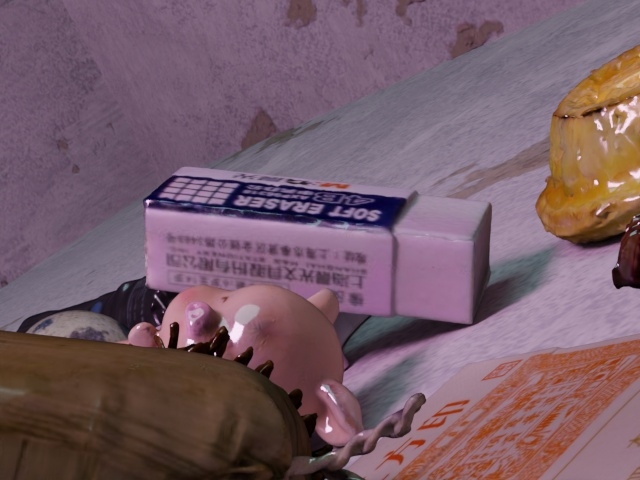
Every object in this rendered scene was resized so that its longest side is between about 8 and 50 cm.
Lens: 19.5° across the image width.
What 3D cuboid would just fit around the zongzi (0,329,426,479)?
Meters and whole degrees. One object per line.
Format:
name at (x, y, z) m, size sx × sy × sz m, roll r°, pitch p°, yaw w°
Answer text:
zongzi at (-0.188, 0.277, 1.003) m, size 0.500 × 0.467 × 0.218 m, roll 7°, pitch -6°, yaw 1°

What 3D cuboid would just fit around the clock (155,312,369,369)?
clock at (-0.020, 0.067, 1.750) m, size 0.275 × 0.080 × 0.290 m, roll -30°, pitch 10°, yaw -9°

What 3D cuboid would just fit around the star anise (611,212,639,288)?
star anise at (0.269, -0.007, 1.149) m, size 0.190 × 0.126 × 0.220 m, roll -34°, pitch 13°, yaw -13°

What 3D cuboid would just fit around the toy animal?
toy animal at (-0.097, 0.123, 1.446) m, size 0.250 × 0.166 × 0.154 m, roll -21°, pitch -33°, yaw 10°

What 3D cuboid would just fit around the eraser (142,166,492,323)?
eraser at (0.000, 0.000, 1.604) m, size 0.287 × 0.086 × 0.130 m, roll 6°, pitch 21°, yaw 11°

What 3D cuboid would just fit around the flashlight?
flashlight at (-0.253, 0.103, 2.208) m, size 0.103 × 0.103 × 0.424 m, roll -34°, pitch 11°, yaw -34°

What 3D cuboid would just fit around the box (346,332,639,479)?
box at (0.146, 0.117, 1.035) m, size 0.204 × 0.051 × 0.365 m, roll -37°, pitch 12°, yaw -35°

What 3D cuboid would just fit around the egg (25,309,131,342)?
egg at (-0.230, 0.137, 1.792) m, size 0.141 × 0.141 × 0.181 m, roll -31°, pitch 8°, yaw -13°

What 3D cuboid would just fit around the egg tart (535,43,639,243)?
egg tart at (0.298, -0.100, 1.601) m, size 0.288 × 0.118 × 0.288 m, roll -27°, pitch 13°, yaw 7°

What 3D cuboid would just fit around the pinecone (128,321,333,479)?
pinecone at (-0.079, 0.137, 1.252) m, size 0.163 × 0.165 × 0.163 m, roll -24°, pitch -4°, yaw -2°
